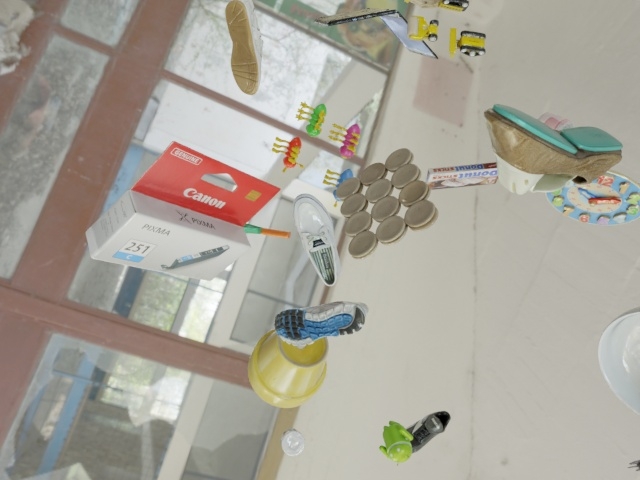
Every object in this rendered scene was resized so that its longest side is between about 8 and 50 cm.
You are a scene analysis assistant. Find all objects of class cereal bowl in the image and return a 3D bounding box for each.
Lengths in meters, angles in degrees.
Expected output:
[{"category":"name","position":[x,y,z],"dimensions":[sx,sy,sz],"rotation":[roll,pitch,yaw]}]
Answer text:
[{"category":"cereal bowl","position":[0.940,0.321,1.384],"dimensions":[0.339,0.141,0.339],"rotation":[27,-53,43]}]

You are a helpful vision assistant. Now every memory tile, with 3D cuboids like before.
[{"category":"memory tile","position":[0.075,-0.047,0.619],"dimensions":[0.113,0.012,0.148],"rotation":[-30,-142,18]}]

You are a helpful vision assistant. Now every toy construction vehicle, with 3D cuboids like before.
[{"category":"toy construction vehicle","position":[0.149,-0.265,0.630],"dimensions":[0.035,0.098,0.086],"rotation":[141,-49,-78]}]

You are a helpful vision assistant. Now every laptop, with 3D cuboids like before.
[{"category":"laptop","position":[0.137,-0.529,1.351],"dimensions":[0.234,0.264,0.137],"rotation":[-112,-170,-64]}]

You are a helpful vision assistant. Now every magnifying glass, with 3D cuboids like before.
[{"category":"magnifying glass","position":[-0.207,-0.035,1.647],"dimensions":[0.092,0.231,0.026],"rotation":[-29,128,-72]}]

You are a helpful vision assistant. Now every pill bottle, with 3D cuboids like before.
[{"category":"pill bottle","position":[-0.080,0.573,1.477],"dimensions":[0.120,0.067,0.067],"rotation":[112,-5,-73]}]

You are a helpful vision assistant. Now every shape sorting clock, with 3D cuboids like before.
[{"category":"shape sorting clock","position":[0.602,-0.092,1.140],"dimensions":[0.040,0.206,0.206],"rotation":[-60,-170,-25]}]

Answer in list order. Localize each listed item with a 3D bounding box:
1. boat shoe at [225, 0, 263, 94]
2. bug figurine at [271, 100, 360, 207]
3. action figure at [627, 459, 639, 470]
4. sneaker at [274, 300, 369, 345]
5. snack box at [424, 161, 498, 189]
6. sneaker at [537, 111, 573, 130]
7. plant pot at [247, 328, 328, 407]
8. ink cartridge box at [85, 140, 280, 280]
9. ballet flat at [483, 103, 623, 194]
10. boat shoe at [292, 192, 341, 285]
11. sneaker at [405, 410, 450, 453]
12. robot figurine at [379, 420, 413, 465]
[{"category":"boat shoe","position":[-0.207,-0.572,1.531],"dimensions":[0.096,0.098,0.277],"rotation":[-55,155,-43]},{"category":"bug figurine","position":[0.008,-0.230,1.352],"dimensions":[0.072,0.279,0.216],"rotation":[-10,131,-53]},{"category":"action figure","position":[0.692,0.531,0.998],"dimensions":[0.099,0.185,0.285],"rotation":[50,36,-64]},{"category":"sneaker","position":[0.005,0.151,0.977],"dimensions":[0.083,0.190,0.071],"rotation":[-18,98,-67]},{"category":"snack box","position":[0.344,-0.155,1.252],"dimensions":[0.064,0.178,0.022],"rotation":[91,-8,-58]},{"category":"sneaker","position":[0.452,-0.196,1.039],"dimensions":[0.070,0.051,0.134],"rotation":[52,-25,38]},{"category":"plant pot","position":[-0.087,0.370,1.641],"dimensions":[0.239,0.254,0.254],"rotation":[116,-14,-51]},{"category":"ink cartridge box","position":[-0.244,-0.037,1.001],"dimensions":[0.261,0.296,0.066],"rotation":[-39,-121,21]},{"category":"ballet flat","position":[0.365,-0.134,0.846],"dimensions":[0.116,0.342,0.124],"rotation":[54,-49,35]},{"category":"boat shoe","position":[0.000,0.000,1.201],"dimensions":[0.083,0.226,0.076],"rotation":[-22,-160,8]},{"category":"sneaker","position":[0.348,0.623,1.706],"dimensions":[0.078,0.234,0.106],"rotation":[55,-43,19]},{"category":"robot figurine","position":[0.208,0.546,1.399],"dimensions":[0.101,0.067,0.115],"rotation":[-49,-151,22]}]
